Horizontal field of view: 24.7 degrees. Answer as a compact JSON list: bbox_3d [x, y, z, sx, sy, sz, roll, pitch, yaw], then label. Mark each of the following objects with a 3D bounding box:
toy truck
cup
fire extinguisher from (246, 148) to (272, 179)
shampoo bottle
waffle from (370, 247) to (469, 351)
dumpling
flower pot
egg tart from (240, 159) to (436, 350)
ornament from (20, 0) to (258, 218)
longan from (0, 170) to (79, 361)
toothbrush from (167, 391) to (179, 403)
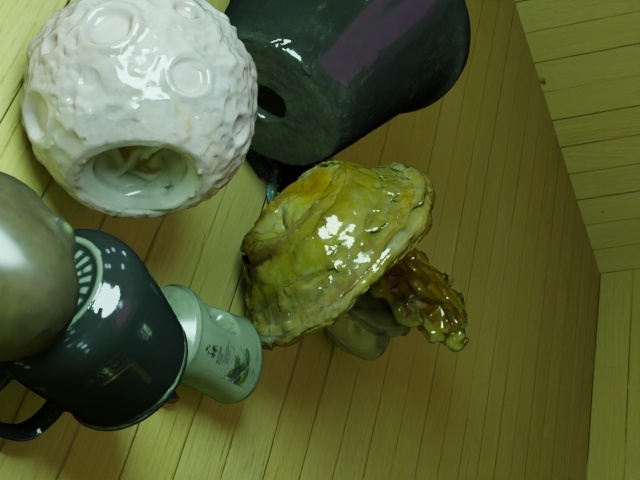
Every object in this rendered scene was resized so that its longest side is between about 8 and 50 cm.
[{"bbox_3d":[-0.020,-0.101,2.205,0.116,0.085,0.191,68,24,-55],"label":"toy truck"},{"bbox_3d":[-0.246,0.110,1.453,0.223,0.169,0.176,-48,142,-10],"label":"cup"},{"bbox_3d":[-0.088,-0.112,2.109,0.083,0.025,0.038,57,6,-49],"label":"fire extinguisher"},{"bbox_3d":[-0.156,0.121,1.768,0.234,0.087,0.118,36,46,-61],"label":"shampoo bottle"},{"bbox_3d":[0.116,0.043,2.306,0.302,0.068,0.325,38,14,-15],"label":"waffle"},{"bbox_3d":[0.072,0.128,2.287,0.199,0.136,0.118,15,91,-57],"label":"dumpling"},{"bbox_3d":[-0.001,-0.259,2.008,0.251,0.379,0.379,-55,135,-37],"label":"flower pot"},{"bbox_3d":[0.003,-0.003,1.945,0.129,0.341,0.341,50,33,-21],"label":"egg tart"},{"bbox_3d":[-0.192,-0.157,1.561,0.259,0.259,0.225,51,30,-53],"label":"ornament"},{"bbox_3d":[-0.306,0.025,1.311,0.189,0.189,0.189,-8,90,-69],"label":"longan"},{"bbox_3d":[-0.238,0.137,1.643,0.321,0.023,0.031,46,52,-57],"label":"toothbrush"}]
